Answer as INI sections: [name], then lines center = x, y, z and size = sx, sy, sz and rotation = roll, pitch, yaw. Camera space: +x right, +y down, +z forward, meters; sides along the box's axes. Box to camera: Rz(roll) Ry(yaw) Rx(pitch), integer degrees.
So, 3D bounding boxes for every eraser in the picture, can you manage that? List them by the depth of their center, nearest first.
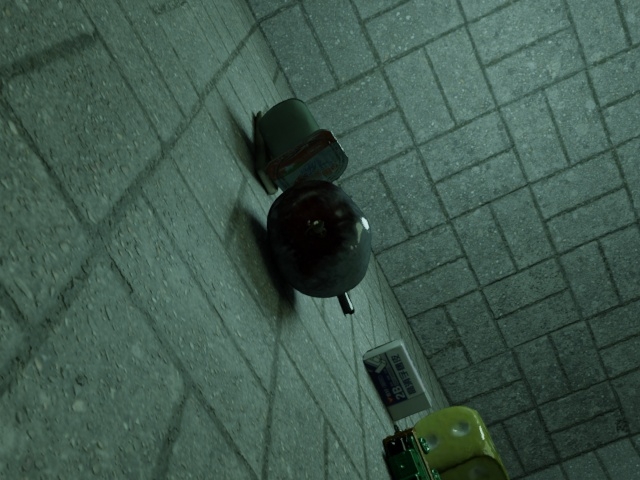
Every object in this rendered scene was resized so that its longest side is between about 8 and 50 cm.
[eraser]
center = 0.221, 0.398, 2.028
size = 0.068, 0.125, 0.210
rotation = -72, 137, -77

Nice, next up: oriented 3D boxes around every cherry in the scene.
[cherry]
center = 0.000, 0.000, 1.525
size = 0.255, 0.218, 0.296
rotation = 61, 2, 15

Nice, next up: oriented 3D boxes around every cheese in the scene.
[cheese]
center = -0.145, -0.245, 1.901
size = 0.085, 0.034, 0.400
rotation = 61, 10, -29

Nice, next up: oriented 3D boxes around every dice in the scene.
[dice]
center = 0.400, 0.643, 2.066
size = 0.226, 0.233, 0.238
rotation = -99, 162, -61

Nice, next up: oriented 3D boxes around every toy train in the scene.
[toy train]
center = 0.220, 0.559, 1.731
size = 0.136, 0.091, 0.227
rotation = 17, 48, -64

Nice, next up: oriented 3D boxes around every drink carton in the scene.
[drink carton]
center = -0.061, -0.235, 1.790
size = 0.189, 0.185, 0.191
rotation = 58, 7, 36

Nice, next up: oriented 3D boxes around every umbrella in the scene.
[umbrella]
center = 0.064, 0.154, 2.061
size = 0.036, 0.031, 0.133
rotation = 48, 19, -66
